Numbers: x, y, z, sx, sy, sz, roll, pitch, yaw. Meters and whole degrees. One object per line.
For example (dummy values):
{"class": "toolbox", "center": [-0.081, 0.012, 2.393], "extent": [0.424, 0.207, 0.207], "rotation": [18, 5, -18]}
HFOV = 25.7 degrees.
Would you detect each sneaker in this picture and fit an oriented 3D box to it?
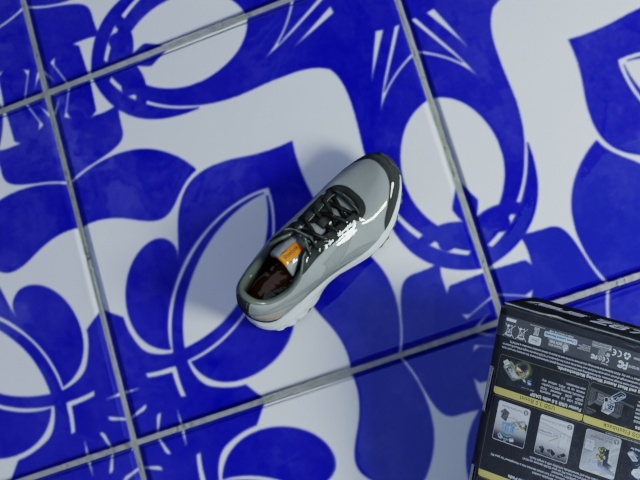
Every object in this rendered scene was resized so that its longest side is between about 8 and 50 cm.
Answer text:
{"class": "sneaker", "center": [0.000, 0.000, 1.743], "extent": [0.100, 0.108, 0.271], "rotation": [42, 91, 20]}

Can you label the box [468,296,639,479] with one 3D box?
{"class": "box", "center": [0.356, 0.261, 1.515], "extent": [0.394, 0.097, 0.318], "rotation": [14, 99, 31]}
